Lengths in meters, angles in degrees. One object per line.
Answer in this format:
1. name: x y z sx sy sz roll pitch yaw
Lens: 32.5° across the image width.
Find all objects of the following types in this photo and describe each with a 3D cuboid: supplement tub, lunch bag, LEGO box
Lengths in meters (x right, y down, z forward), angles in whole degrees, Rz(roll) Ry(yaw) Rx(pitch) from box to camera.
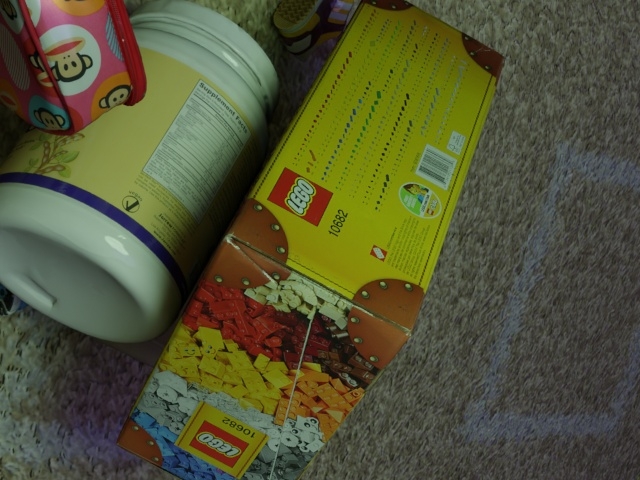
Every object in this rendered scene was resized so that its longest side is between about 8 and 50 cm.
1. supplement tub: -0.202 -0.081 1.212 0.241 0.241 0.331 59 46 -42
2. lunch bag: -0.296 -0.254 1.050 0.120 0.293 0.258 -31 128 -24
3. LEGO box: 0.000 0.000 1.255 0.372 0.193 0.500 -58 -175 43

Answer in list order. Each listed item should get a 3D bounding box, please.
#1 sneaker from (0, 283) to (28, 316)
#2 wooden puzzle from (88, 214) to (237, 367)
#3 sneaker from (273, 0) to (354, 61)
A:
1. sneaker: -0.349 0.008 1.303 0.073 0.063 0.162 -9 120 -62
2. wooden puzzle: -0.219 0.036 1.447 0.238 0.044 0.221 -56 137 -2
3. sneaker: 0.015 -0.325 1.488 0.185 0.070 0.084 -44 143 -12
